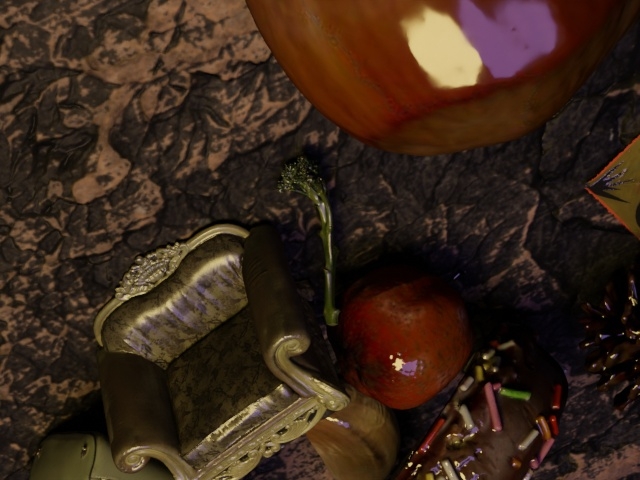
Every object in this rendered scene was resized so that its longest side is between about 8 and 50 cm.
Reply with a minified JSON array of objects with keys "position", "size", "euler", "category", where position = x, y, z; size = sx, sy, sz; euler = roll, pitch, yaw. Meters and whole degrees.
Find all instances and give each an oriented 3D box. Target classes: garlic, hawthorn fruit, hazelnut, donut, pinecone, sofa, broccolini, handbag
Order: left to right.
[{"position":[-0.167,0.301,1.684],"size":[0.315,0.241,0.109],"euler":[17,76,-29],"category":"handbag"},{"position":[-0.120,0.125,1.539],"size":[0.258,0.200,0.182],"euler":[-36,131,15],"category":"sofa"},{"position":[0.004,-0.004,1.543],"size":[0.052,0.054,0.194],"euler":[-33,115,-43],"category":"broccolini"},{"position":[0.046,0.233,1.753],"size":[0.101,0.087,0.195],"euler":[-16,135,14],"category":"garlic"},{"position":[0.101,0.093,1.613],"size":[0.194,0.157,0.157],"euler":[-40,140,-33],"category":"hawthorn fruit"},{"position":[0.108,-0.252,1.240],"size":[0.366,0.366,0.366],"euler":[-8,130,-10],"category":"hazelnut"},{"position":[0.165,0.256,1.653],"size":[0.136,0.259,0.345],"euler":[33,93,5],"category":"donut"},{"position":[0.436,0.139,1.691],"size":[0.292,0.246,0.246],"euler":[19,123,-1],"category":"pinecone"}]

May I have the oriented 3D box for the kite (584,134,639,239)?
[{"position":[0.456,-0.084,1.662],"size":[0.327,0.013,0.377],"euler":[-8,130,-9],"category":"kite"}]
